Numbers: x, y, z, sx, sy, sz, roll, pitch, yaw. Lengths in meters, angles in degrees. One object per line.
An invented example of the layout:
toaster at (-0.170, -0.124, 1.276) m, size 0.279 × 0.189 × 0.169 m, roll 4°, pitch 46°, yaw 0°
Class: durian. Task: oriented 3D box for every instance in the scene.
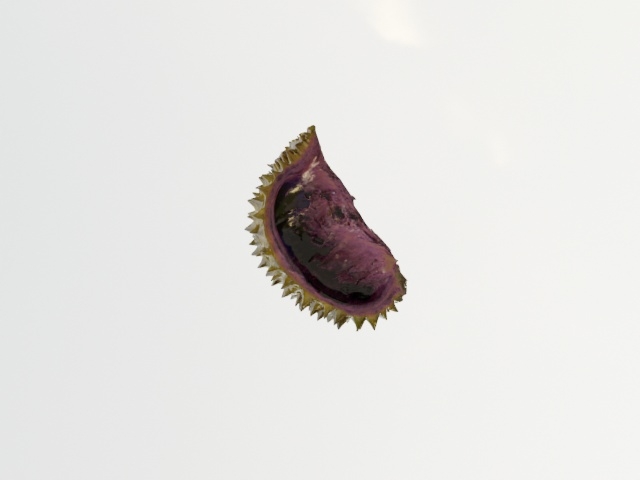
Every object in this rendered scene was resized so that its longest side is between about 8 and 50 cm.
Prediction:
durian at (-0.012, 0.009, 1.865) m, size 0.260 × 0.154 × 0.186 m, roll 52°, pitch 168°, yaw -11°
